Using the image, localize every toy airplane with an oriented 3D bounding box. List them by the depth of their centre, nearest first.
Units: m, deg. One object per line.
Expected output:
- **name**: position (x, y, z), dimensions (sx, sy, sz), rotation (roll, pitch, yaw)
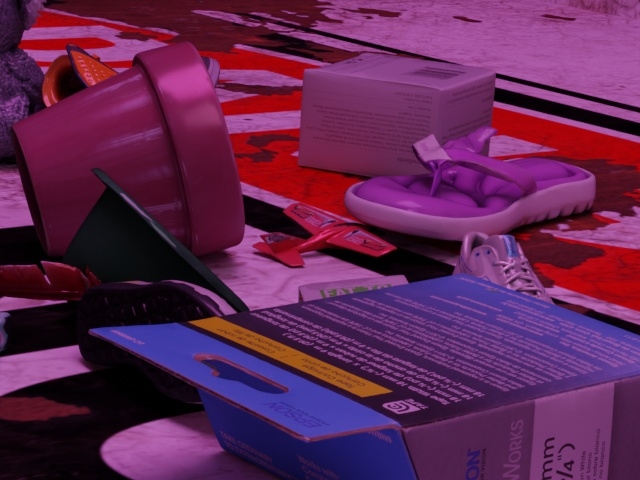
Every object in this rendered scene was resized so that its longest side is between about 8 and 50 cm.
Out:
- **toy airplane**: position (0.000, 0.000, 1.912), dimensions (0.151, 0.028, 0.151), rotation (7, 18, -2)

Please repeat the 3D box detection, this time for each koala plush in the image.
- **koala plush**: position (-0.379, -0.212, 2.224), dimensions (0.196, 0.221, 0.203), rotation (1, 18, 3)

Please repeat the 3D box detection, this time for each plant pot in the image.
- **plant pot**: position (-0.184, -0.068, 1.834), dimensions (0.180, 0.201, 0.201), rotation (-16, 19, -13)

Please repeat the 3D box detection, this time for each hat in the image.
- **hat**: position (-0.192, 0.057, 1.631), dimensions (0.208, 0.183, 0.173), rotation (43, -5, 6)

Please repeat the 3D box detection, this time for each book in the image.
- **book**: position (0.036, 0.067, 1.657), dimensions (0.096, 0.035, 0.144), rotation (-2, 16, -8)

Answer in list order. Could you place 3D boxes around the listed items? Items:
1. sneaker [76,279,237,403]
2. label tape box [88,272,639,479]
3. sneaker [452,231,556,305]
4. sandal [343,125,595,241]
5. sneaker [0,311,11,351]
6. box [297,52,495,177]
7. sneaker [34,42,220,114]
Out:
- **sneaker**: position (-0.095, 0.067, 1.479), dimensions (0.097, 0.084, 0.234), rotation (3, 7, -34)
- **label tape box**: position (0.048, 0.115, 1.299), dimensions (0.333, 0.106, 0.240), rotation (-8, 18, -37)
- **sneaker**: position (0.159, 0.040, 1.692), dimensions (0.071, 0.083, 0.190), rotation (0, 16, -24)
- **sandal**: position (0.157, -0.073, 2.079), dimensions (0.169, 0.102, 0.416), rotation (12, 12, 29)
- **sneaker**: position (-0.280, 0.075, 1.515), dimensions (0.069, 0.038, 0.098), rotation (4, 4, 3)
- **box**: position (0.092, -0.146, 2.338), dimensions (0.181, 0.119, 0.181), rotation (10, 15, 24)
- **sneaker**: position (-0.217, -0.169, 2.217), dimensions (0.180, 0.125, 0.321), rotation (24, 13, -9)
